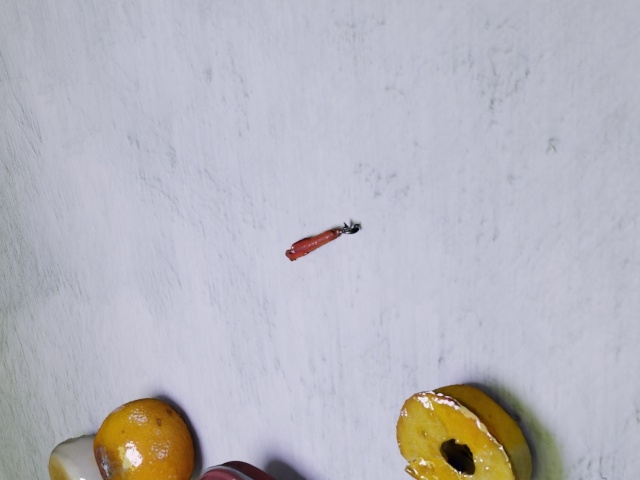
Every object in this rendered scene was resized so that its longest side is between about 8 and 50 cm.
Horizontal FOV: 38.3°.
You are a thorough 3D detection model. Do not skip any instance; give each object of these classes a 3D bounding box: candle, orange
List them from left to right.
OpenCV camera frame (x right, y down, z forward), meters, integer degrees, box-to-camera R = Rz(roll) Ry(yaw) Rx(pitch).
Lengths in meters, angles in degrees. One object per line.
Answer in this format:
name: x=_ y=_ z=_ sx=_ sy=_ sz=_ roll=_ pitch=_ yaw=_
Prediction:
orange: x=-0.350 y=0.424 z=1.821 sx=0.224 sy=0.170 sz=0.224 roll=24 pitch=123 yaw=44
candle: x=-0.001 y=-0.001 z=1.342 sx=0.167 sy=0.021 sz=0.026 roll=-25 pitch=88 yaw=52

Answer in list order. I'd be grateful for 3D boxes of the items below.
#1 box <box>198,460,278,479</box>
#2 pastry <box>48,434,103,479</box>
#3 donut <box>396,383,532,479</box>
box: x=-0.056 y=0.534 z=1.519 sx=0.404 sy=0.108 sz=0.263 roll=25 pitch=123 yaw=25
pastry: x=-0.529 y=0.572 z=2.124 sx=0.265 sy=0.133 sz=0.265 roll=25 pitch=125 yaw=42
donut: x=0.193 y=0.269 z=1.198 sx=0.190 sy=0.074 sz=0.174 roll=29 pitch=125 yaw=34
